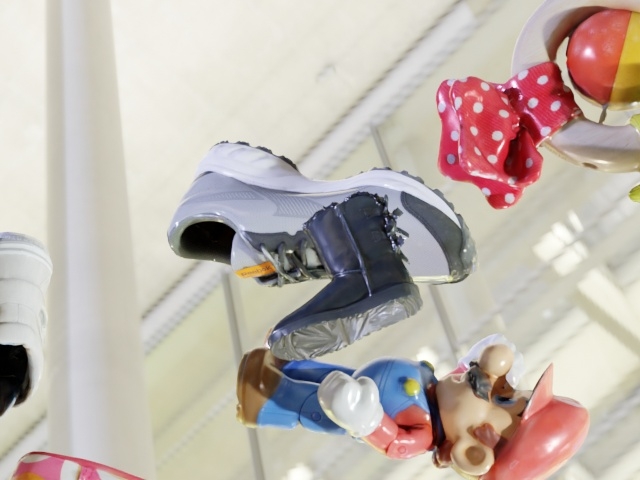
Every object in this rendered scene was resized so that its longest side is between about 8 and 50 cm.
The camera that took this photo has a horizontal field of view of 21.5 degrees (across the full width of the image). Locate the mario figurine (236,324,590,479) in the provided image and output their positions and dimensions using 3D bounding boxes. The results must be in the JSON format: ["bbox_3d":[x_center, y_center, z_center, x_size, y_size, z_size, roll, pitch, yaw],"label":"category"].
[{"bbox_3d":[0.093,0.128,1.569,0.321,0.198,0.170,11,-37,12],"label":"mario figurine"}]

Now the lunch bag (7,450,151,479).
[{"bbox_3d":[-0.167,0.307,1.514,0.293,0.120,0.258,22,-30,-8],"label":"lunch bag"}]

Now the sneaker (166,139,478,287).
[{"bbox_3d":[0.000,0.000,1.332,0.272,0.108,0.100,10,-42,31],"label":"sneaker"}]

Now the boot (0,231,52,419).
[{"bbox_3d":[-0.302,0.111,1.518,0.095,0.123,0.258,9,-37,-15],"label":"boot"}]

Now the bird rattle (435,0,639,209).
[{"bbox_3d":[0.219,-0.111,1.323,0.254,0.207,0.143,11,-19,22],"label":"bird rattle"}]

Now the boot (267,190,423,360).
[{"bbox_3d":[0.010,0.023,1.198,0.121,0.099,0.045,-22,-34,4],"label":"boot"}]
